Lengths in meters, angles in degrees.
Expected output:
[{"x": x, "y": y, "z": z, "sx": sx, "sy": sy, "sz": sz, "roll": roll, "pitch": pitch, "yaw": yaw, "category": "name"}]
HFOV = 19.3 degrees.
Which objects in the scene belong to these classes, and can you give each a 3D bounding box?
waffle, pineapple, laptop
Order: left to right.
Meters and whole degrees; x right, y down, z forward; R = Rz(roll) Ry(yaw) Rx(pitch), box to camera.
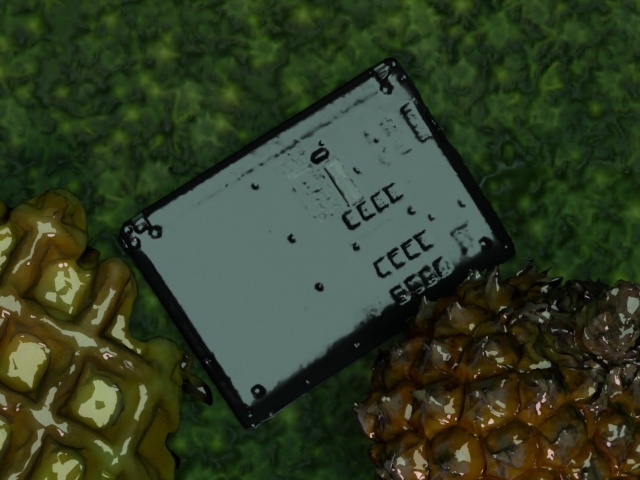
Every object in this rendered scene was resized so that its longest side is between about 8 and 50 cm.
[{"x": -0.197, "y": 0.123, "z": 0.927, "sx": 0.329, "sy": 0.062, "sz": 0.329, "roll": 1, "pitch": 83, "yaw": -10, "category": "waffle"}, {"x": 0.000, "y": 0.000, "z": 0.998, "sx": 0.180, "sy": 0.016, "sz": 0.129, "roll": -33, "pitch": 90, "yaw": -10, "category": "laptop"}, {"x": 0.120, "y": 0.070, "z": 0.916, "sx": 0.176, "sy": 0.137, "sz": 0.161, "roll": 10, "pitch": 43, "yaw": -29, "category": "pineapple"}]
